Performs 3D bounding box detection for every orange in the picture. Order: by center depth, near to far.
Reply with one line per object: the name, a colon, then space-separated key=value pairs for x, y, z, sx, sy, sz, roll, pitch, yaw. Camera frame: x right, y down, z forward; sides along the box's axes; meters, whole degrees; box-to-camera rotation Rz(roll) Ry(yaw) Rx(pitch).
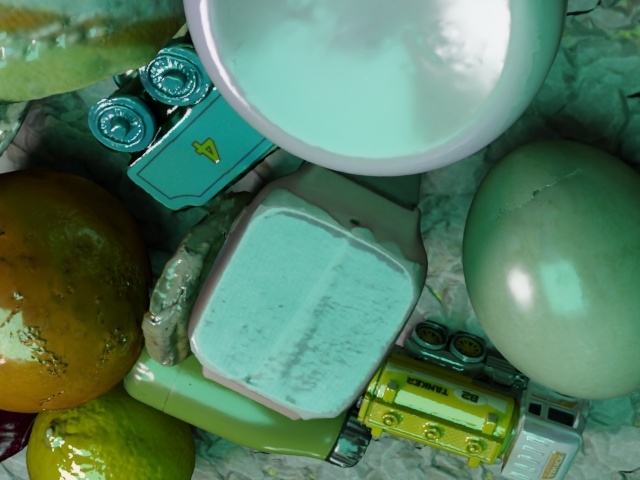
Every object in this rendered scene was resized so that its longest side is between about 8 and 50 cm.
orange: x=-0.273 y=0.049 z=1.128 sx=0.240 sy=0.240 sz=0.240 roll=8 pitch=125 yaw=11

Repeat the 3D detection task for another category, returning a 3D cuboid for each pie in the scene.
pie: x=-0.106 y=0.033 z=1.099 sx=0.046 sy=0.195 sz=0.195 roll=31 pitch=127 yaw=8

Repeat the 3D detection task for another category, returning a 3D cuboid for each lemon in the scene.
lemon: x=-0.233 y=0.235 z=1.274 sx=0.178 sy=0.178 sz=0.203 roll=-16 pitch=151 yaw=25

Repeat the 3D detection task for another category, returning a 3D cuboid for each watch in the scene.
watch: x=0.000 y=0.000 z=1.007 sx=0.162 sy=0.241 sz=0.253 roll=28 pitch=110 yaw=-9

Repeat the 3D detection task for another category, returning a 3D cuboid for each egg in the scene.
egg: x=0.219 y=0.026 z=0.998 sx=0.187 sy=0.186 sz=0.253 roll=-17 pitch=115 yaw=25

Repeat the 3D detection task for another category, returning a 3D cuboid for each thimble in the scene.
thimble: x=-0.238 y=-0.227 z=0.915 sx=0.288 sy=0.254 sz=0.167 roll=-3 pitch=126 yaw=3

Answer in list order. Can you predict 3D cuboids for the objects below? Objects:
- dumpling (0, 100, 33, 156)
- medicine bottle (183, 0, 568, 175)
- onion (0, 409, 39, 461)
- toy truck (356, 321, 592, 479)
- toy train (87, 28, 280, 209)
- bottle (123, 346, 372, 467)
dumpling: x=-0.328 y=-0.123 z=1.078 sx=0.150 sy=0.176 sz=0.092 roll=-3 pitch=141 yaw=36
medicine bottle: x=0.057 y=-0.213 z=0.809 sx=0.241 sy=0.302 sz=0.241 roll=8 pitch=126 yaw=11
onion: x=-0.393 y=0.171 z=1.260 sx=0.140 sy=0.218 sz=0.195 roll=-32 pitch=106 yaw=2
toy truck: x=0.152 y=0.170 z=1.162 sx=0.227 sy=0.114 sz=0.098 roll=18 pitch=126 yaw=3
toy train: x=-0.112 y=-0.123 z=1.045 sx=0.154 sy=0.107 sz=0.198 roll=40 pitch=126 yaw=-22
bottle: x=-0.070 y=0.161 z=1.220 sx=0.260 sy=0.112 sz=0.112 roll=24 pitch=127 yaw=-1
